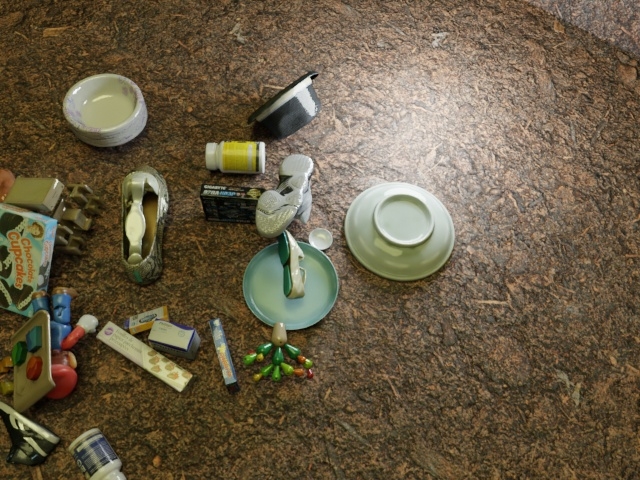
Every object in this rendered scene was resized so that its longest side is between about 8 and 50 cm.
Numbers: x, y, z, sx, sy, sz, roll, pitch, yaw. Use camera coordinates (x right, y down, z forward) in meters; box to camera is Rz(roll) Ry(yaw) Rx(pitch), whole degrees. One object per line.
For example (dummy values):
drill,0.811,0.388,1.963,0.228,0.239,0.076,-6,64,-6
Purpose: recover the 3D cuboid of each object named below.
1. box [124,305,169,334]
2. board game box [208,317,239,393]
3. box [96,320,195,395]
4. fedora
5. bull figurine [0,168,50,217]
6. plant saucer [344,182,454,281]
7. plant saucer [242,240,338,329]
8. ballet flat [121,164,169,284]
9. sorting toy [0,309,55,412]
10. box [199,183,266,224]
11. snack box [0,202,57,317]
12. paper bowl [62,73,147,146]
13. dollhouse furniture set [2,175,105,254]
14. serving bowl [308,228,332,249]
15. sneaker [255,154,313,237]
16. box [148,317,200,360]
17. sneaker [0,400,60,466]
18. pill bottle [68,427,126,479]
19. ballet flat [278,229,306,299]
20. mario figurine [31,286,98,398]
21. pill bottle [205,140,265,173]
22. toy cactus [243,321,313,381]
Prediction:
box,-0.549,0.253,1.682,0.136,0.028,0.081,-19,22,-11
board game box,-0.291,0.352,1.613,0.035,0.136,0.201,-16,64,-12
box,-0.535,0.362,1.632,0.324,0.067,0.063,29,65,10
fedora,-0.110,-0.495,2.021,0.334,0.334,0.152,-42,103,-21
bull figurine,-1.064,-0.109,1.817,0.188,0.101,0.310,-36,71,-17
plant saucer,0.286,-0.056,1.880,0.400,0.100,0.400,1,63,-2
plant saucer,-0.100,0.152,1.781,0.317,0.044,0.318,1,62,-2
ballet flat,-0.603,-0.095,1.795,0.164,0.182,0.483,-5,63,-5
sorting toy,-0.850,0.362,1.510,0.307,0.041,0.229,-36,61,28
box,-0.295,-0.122,1.832,0.220,0.175,0.051,4,63,-1
snack box,-0.940,0.063,1.654,0.187,0.060,0.322,17,105,5
paper bowl,-0.796,-0.473,1.995,0.284,0.148,0.284,1,63,-2
dollhouse furniture set,-0.878,-0.098,1.756,0.161,0.242,0.212,3,61,18
serving bowl,0.000,0.000,1.872,0.083,0.027,0.083,1,63,-2
sneaker,-0.111,-0.105,1.788,0.137,0.210,0.366,12,50,11
box,-0.444,0.304,1.626,0.126,0.137,0.072,14,64,3
sneaker,-0.864,0.556,1.502,0.217,0.079,0.121,28,65,10
pill bottle,-0.615,0.619,1.478,0.094,0.094,0.169,-37,71,-20
ballet flat,-0.090,0.080,1.760,0.086,0.086,0.248,-4,65,-6
mario figurine,-0.792,0.315,1.607,0.198,0.170,0.321,-21,70,32
pill bottle,-0.311,-0.306,1.957,0.208,0.119,0.119,1,63,-4
toy cactus,-0.128,0.348,1.644,0.219,0.112,0.180,5,63,-9
